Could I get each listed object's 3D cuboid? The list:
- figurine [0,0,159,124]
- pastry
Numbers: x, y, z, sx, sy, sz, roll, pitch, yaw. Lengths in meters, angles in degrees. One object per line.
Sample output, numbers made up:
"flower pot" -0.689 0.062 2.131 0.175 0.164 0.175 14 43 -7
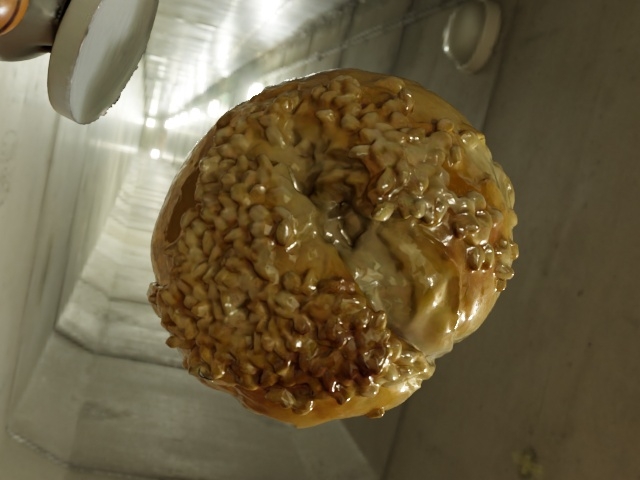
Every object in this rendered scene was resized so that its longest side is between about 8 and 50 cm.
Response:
"figurine" -0.236 -0.174 0.507 0.236 0.133 0.176 26 -174 1
"pastry" 0.000 0.000 0.653 0.285 0.315 0.184 57 -176 12
